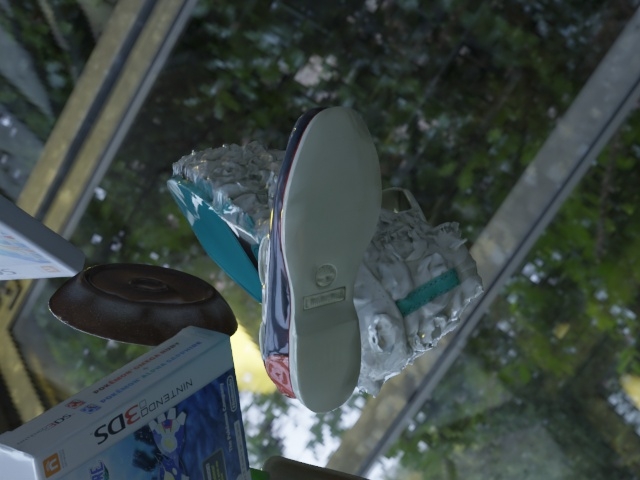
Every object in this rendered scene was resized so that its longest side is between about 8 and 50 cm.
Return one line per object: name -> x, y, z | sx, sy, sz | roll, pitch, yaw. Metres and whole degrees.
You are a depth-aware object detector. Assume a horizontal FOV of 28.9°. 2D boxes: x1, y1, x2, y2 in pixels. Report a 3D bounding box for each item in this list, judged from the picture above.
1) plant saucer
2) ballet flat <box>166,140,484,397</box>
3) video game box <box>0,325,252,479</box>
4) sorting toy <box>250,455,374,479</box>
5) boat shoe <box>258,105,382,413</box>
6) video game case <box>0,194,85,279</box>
plant saucer -> -0.181, 0.061, 1.294 | 0.199, 0.036, 0.198 | 10, -166, -3
ballet flat -> 0.000, 0.000, 0.926 | 0.147, 0.147, 0.409 | 21, -173, -25
video game box -> -0.121, 0.187, 0.846 | 0.048, 0.205, 0.187 | 10, -154, 38
sorting toy -> 0.039, 0.310, 1.246 | 0.348, 0.047, 0.196 | 24, -146, -42
boat shoe -> -0.005, 0.006, 0.536 | 0.049, 0.137, 0.043 | -9, -158, -28
video game case -> -0.477, -0.028, 1.380 | 0.329, 0.300, 0.036 | 44, -132, -54
